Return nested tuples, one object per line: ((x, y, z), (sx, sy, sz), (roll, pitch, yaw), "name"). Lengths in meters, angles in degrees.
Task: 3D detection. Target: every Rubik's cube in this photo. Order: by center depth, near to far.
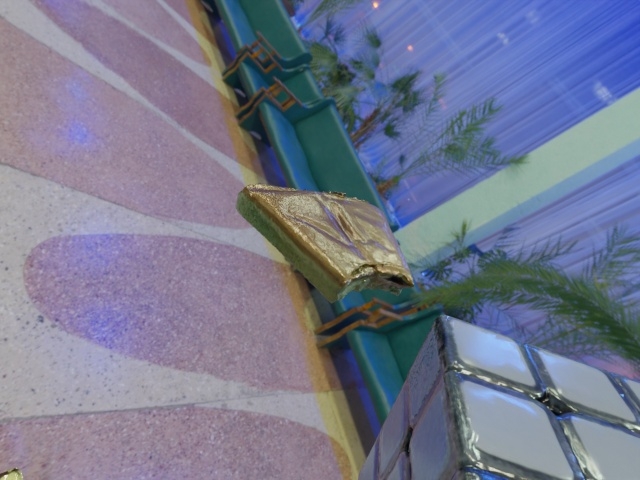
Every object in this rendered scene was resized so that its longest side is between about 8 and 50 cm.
((0.204, 0.302, 0.372), (0.304, 0.304, 0.301), (17, 23, 4), "Rubik's cube")

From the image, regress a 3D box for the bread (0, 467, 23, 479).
((-0.655, 0.618, 0.814), (0.178, 0.141, 0.266), (-22, 63, -31), "bread")

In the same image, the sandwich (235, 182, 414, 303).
((0.000, 0.000, 0.601), (0.245, 0.063, 0.212), (7, 35, -16), "sandwich")
